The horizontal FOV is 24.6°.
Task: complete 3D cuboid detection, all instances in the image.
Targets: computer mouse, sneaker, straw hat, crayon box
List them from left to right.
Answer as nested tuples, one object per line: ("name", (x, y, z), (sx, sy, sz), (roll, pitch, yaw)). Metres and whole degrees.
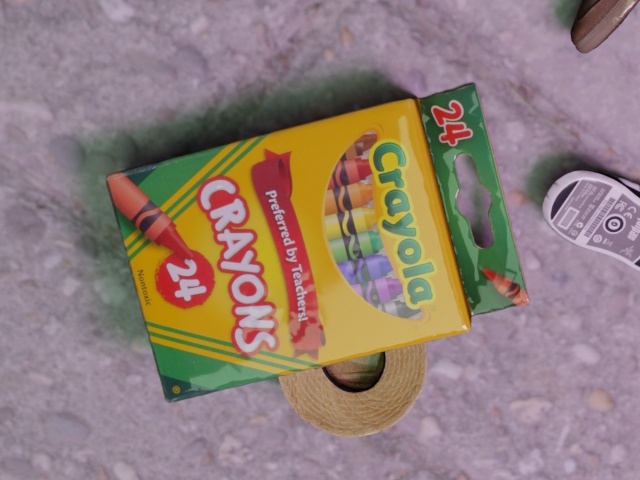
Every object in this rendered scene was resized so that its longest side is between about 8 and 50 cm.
("crayon box", (0.000, 0.000, 1.237), (0.318, 0.081, 0.202), (-15, 94, 8))
("straw hat", (0.030, 0.100, 1.315), (0.144, 0.061, 0.145), (0, 90, 8))
("sneaker", (0.247, -0.239, 1.168), (0.071, 0.066, 0.188), (38, 105, 5))
("computer mouse", (0.278, -0.012, 1.266), (0.193, 0.042, 0.106), (26, 117, -14))
